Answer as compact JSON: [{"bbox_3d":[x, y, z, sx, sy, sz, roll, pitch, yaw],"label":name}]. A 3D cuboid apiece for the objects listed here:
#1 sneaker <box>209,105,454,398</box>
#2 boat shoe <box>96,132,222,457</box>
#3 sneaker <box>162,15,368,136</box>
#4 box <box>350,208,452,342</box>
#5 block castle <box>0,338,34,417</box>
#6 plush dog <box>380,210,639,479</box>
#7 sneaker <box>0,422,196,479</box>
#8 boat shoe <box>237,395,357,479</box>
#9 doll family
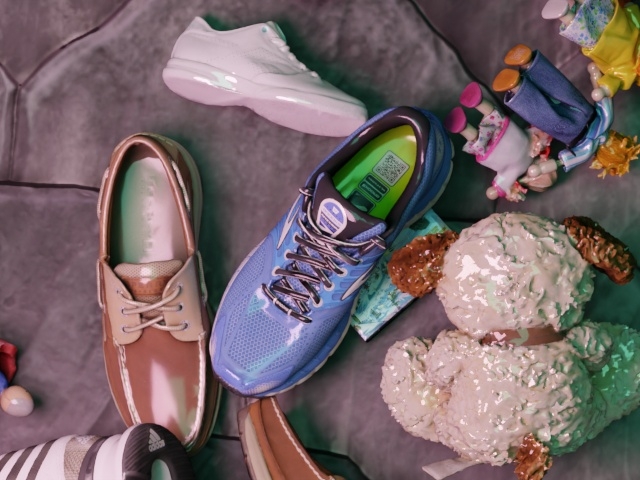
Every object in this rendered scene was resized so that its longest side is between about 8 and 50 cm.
[{"bbox_3d":[0.000,0.000,1.717,0.130,0.147,0.330,33,85,12],"label":"sneaker"},{"bbox_3d":[-0.166,0.050,1.766,0.123,0.116,0.324,-10,81,4],"label":"boat shoe"},{"bbox_3d":[-0.046,-0.171,1.816,0.212,0.080,0.094,18,72,9],"label":"sneaker"},{"bbox_3d":[0.065,0.021,1.795,0.137,0.027,0.094,-41,80,-2],"label":"box"},{"bbox_3d":[-0.448,0.176,1.607,0.213,0.453,0.303,28,85,15],"label":"block castle"},{"bbox_3d":[0.176,0.083,1.661,0.263,0.210,0.225,-5,104,6],"label":"plush dog"},{"bbox_3d":[-0.226,0.402,1.723,0.258,0.169,0.447,-8,90,25],"label":"sneaker"},{"bbox_3d":[0.026,0.288,1.704,0.120,0.122,0.324,-24,69,-7],"label":"boat shoe"},{"bbox_3d":[0.251,-0.145,1.744,0.163,0.118,0.263,34,85,-29],"label":"doll family"}]
